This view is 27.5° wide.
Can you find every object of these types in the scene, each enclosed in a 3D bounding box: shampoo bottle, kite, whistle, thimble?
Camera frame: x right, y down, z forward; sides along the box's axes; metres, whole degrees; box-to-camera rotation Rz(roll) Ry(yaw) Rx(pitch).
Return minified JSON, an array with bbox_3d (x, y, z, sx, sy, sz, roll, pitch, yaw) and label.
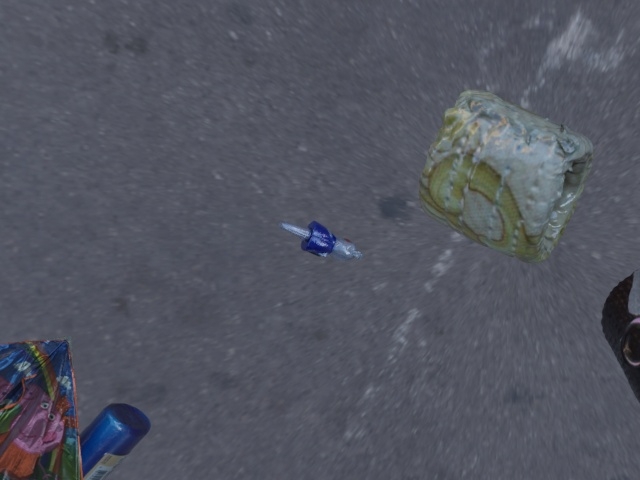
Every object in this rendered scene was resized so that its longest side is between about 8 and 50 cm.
[{"bbox_3d":[-0.270,0.259,1.452,0.183,0.087,0.050,-47,73,8],"label":"shampoo bottle"},{"bbox_3d":[-0.326,0.184,1.348,0.321,0.016,0.234,40,99,-15],"label":"kite"},{"bbox_3d":[0.000,0.000,1.190,0.083,0.033,0.029,23,85,-18],"label":"whistle"},{"bbox_3d":[0.191,-0.069,1.343,0.143,0.190,0.137,29,66,17],"label":"thimble"}]

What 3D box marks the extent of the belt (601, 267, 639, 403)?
[{"bbox_3d":[0.376,0.100,1.059,0.289,0.164,0.184,7,130,-26],"label":"belt"}]
